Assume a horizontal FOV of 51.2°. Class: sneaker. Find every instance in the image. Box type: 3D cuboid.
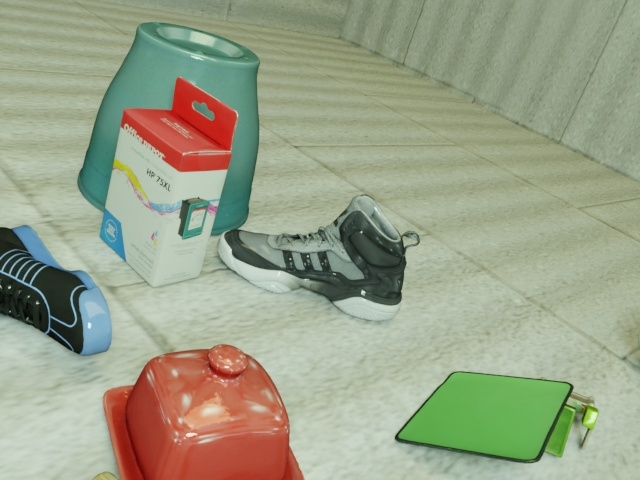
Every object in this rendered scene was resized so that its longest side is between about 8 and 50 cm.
[{"bbox_3d":[-0.304,0.054,0.683,0.232,0.081,0.090,29,28,37],"label":"sneaker"},{"bbox_3d":[0.000,0.000,0.911,0.268,0.153,0.101,19,24,1],"label":"sneaker"}]

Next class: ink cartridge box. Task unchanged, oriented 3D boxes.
[{"bbox_3d":[-0.194,-0.076,0.839,0.134,0.231,0.078,35,29,32],"label":"ink cartridge box"}]

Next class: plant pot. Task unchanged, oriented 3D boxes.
[{"bbox_3d":[-0.211,-0.181,1.019,0.271,0.255,0.272,15,25,-7],"label":"plant pot"}]

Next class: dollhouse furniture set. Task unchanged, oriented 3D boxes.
[{"bbox_3d":[0.295,0.218,0.823,0.076,0.059,0.151,20,4,21],"label":"dollhouse furniture set"}]

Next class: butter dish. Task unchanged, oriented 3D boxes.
[{"bbox_3d":[-0.094,0.144,0.586,0.160,0.118,0.160,4,29,-30],"label":"butter dish"}]

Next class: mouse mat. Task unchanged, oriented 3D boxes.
[{"bbox_3d":[0.186,0.189,0.743,0.152,0.007,0.189,0,12,32],"label":"mouse mat"}]

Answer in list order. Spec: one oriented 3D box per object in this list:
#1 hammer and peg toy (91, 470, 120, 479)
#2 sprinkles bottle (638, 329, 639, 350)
[{"bbox_3d":[-0.139,0.270,0.282,0.266,0.127,0.361,34,29,35],"label":"hammer and peg toy"},{"bbox_3d":[0.525,0.214,0.873,0.121,0.121,0.355,19,24,1],"label":"sprinkles bottle"}]
